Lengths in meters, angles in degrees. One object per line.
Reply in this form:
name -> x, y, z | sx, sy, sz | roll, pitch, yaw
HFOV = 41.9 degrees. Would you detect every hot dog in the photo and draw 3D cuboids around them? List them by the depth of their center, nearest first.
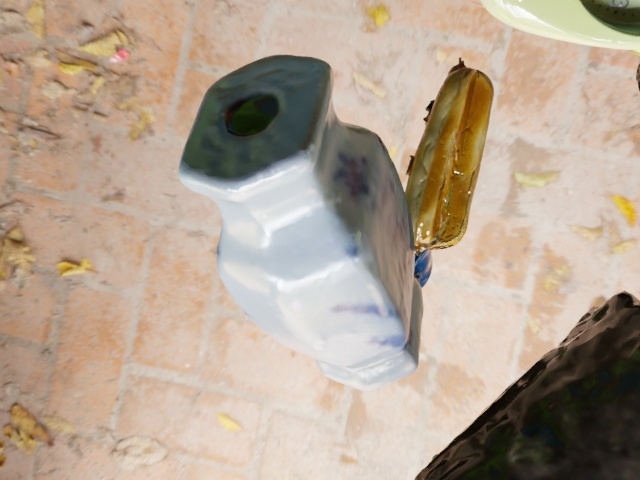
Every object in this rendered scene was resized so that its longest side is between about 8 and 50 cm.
hot dog -> 0.165, -0.109, 1.098 | 0.072, 0.109, 0.269 | 14, 91, 46

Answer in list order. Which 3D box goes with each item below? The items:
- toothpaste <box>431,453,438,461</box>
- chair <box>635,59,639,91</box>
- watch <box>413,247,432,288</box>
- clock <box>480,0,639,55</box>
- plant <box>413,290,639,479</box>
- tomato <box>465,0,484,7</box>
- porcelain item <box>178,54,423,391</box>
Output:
toothpaste -> 0.107, 0.387, 0.986 | 0.069, 0.047, 0.268 | 29, 93, 46
chair -> 0.467, -0.263, 1.050 | 0.149, 0.213, 0.174 | 29, 89, 24
watch -> 0.084, 0.028, 1.336 | 0.196, 0.171, 0.200 | 9, 58, 3
clock -> 0.304, -0.285, 0.753 | 0.308, 0.096, 0.235 | 13, 120, -11
plant -> 0.120, 0.199, 0.417 | 0.312, 0.215, 0.213 | -48, 67, 12
tomato -> 0.248, -0.467, 1.176 | 0.227, 0.270, 0.270 | -3, 91, -19
porcelain item -> 0.000, 0.000, 0.951 | 0.178, 0.405, 0.242 | -5, 50, 20
